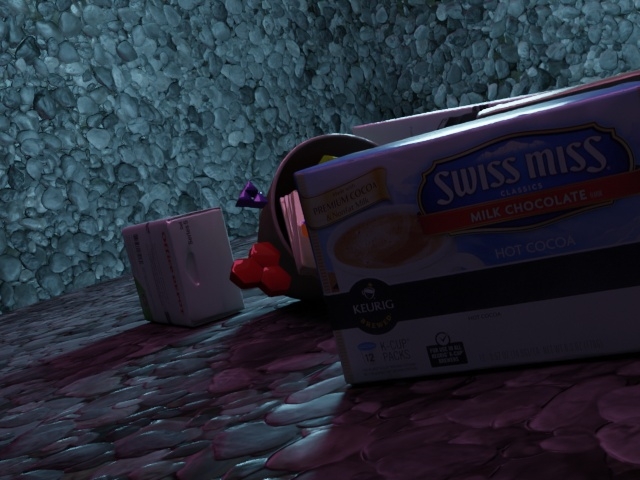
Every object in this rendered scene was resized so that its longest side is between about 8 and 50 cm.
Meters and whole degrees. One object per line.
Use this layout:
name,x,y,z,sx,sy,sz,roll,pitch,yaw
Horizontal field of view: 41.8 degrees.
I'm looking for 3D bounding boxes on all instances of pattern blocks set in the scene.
pattern blocks set,0.036,-0.005,1.190,0.325,0.285,0.026,14,-40,-15

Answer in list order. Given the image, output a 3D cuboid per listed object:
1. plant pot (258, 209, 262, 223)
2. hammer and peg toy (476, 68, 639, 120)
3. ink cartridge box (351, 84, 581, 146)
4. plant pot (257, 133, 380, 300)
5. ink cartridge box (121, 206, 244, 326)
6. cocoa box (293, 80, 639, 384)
plant pot,-0.004,-0.062,1.990,0.239,0.254,0.254,-35,14,-25
hammer and peg toy,0.439,-0.114,1.249,0.362,0.265,0.127,-12,27,19
ink cartridge box,0.291,-0.162,1.528,0.395,0.166,0.285,-8,5,19
plant pot,0.000,0.000,1.382,0.257,0.256,0.274,-17,-13,-26
ink cartridge box,-0.266,0.051,1.598,0.115,0.198,0.273,-16,6,-29
cocoa box,0.191,-0.013,0.849,0.347,0.227,0.231,-12,6,29
